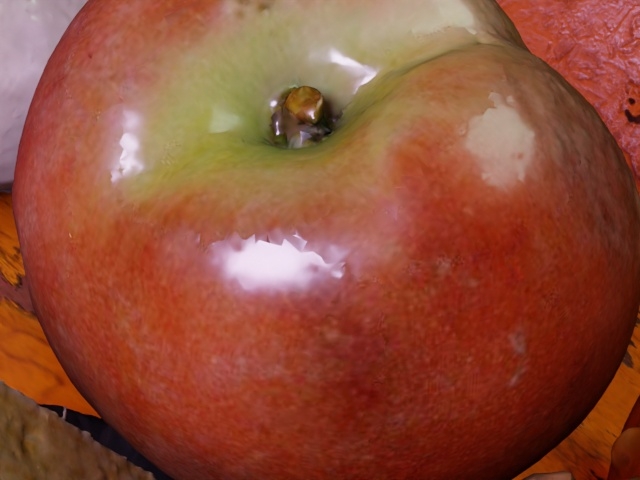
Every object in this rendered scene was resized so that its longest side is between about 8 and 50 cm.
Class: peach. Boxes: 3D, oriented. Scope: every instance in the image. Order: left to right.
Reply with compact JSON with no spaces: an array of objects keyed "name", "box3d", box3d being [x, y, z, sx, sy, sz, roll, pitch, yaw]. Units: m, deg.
[{"name":"peach","box3d":[0.000,0.000,0.713,0.252,0.252,0.252,37,16,-13]}]

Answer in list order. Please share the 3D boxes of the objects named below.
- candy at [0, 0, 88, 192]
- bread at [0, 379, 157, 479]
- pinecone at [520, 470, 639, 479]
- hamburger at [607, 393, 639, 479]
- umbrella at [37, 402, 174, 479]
[{"name":"candy","box3d":[-0.218,-0.159,1.044,0.295,0.185,0.295,43,14,-13]},{"name":"bread","box3d":[-0.121,0.136,0.579,0.286,0.056,0.207,45,35,-48]},{"name":"pinecone","box3d":[0.158,0.231,0.664,0.384,0.384,0.384,37,16,-13]},{"name":"hamburger","box3d":[0.405,0.144,1.311,0.277,0.396,0.396,39,16,-10]},{"name":"umbrella","box3d":[-0.043,0.145,0.833,0.358,0.106,0.113,21,14,-33]}]
